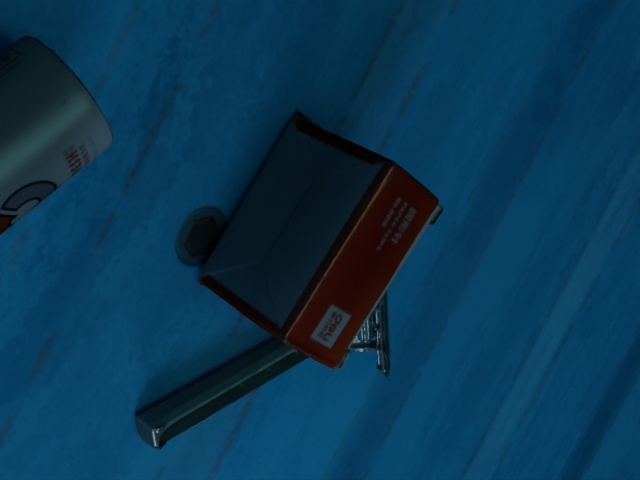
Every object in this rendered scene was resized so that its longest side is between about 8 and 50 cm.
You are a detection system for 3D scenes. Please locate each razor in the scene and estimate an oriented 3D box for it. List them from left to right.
[{"bbox_3d":[-0.050,0.119,1.135,0.277,0.056,0.111,-22,126,-26],"label":"razor"}]

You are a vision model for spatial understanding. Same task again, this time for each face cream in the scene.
[{"bbox_3d":[-0.250,-0.036,0.800,0.214,0.096,0.096,-43,136,-18],"label":"face cream"}]

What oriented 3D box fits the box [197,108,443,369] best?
[{"bbox_3d":[0.000,0.000,1.044,0.099,0.133,0.182,34,86,-51],"label":"box"}]
